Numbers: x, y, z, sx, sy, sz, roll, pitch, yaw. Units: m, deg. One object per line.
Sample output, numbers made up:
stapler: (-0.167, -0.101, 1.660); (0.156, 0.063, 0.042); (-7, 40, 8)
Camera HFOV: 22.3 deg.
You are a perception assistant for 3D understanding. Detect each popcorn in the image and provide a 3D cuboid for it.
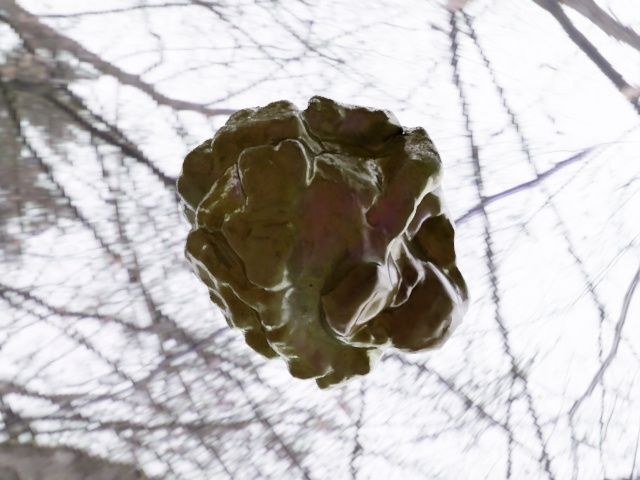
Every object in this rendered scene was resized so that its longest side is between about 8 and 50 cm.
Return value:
popcorn: (0.000, 0.000, 0.776); (0.126, 0.126, 0.145); (-10, -67, 33)
